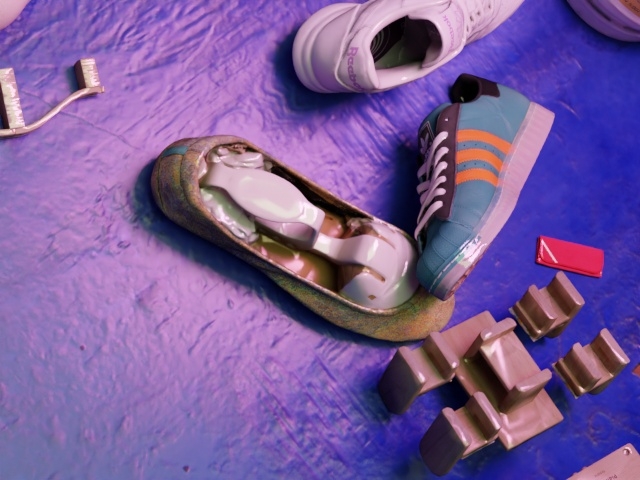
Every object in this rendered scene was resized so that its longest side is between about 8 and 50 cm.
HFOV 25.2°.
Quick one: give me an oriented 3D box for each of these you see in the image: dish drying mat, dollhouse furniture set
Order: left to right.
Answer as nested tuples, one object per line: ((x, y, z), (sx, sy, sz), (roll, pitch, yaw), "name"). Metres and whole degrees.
((0.202, 0.193, 1.460), (0.212, 0.161, 0.242), (-24, 68, -26), "dollhouse furniture set")
((0.274, 0.018, 1.572), (0.083, 0.008, 0.032), (12, 74, -21), "dish drying mat")

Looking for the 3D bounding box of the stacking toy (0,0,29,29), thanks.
((-0.448, -0.397, 1.221), (0.351, 0.350, 0.480), (-31, 75, -26), "stacking toy")

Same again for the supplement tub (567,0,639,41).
((0.412, -0.350, 1.535), (0.228, 0.316, 0.228), (5, 78, -23), "supplement tub")

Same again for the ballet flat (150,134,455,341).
((0.000, 0.000, 1.396), (0.349, 0.123, 0.123), (29, 70, -17), "ballet flat")

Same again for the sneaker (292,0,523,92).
((0.126, -0.224, 1.471), (0.305, 0.152, 0.114), (-32, 117, -22), "sneaker")

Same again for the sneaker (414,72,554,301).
((0.138, -0.061, 1.456), (0.121, 0.108, 0.302), (31, 44, 0), "sneaker")

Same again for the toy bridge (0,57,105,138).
((-0.291, -0.129, 1.342), (0.188, 0.026, 0.063), (-11, 87, -25), "toy bridge")
